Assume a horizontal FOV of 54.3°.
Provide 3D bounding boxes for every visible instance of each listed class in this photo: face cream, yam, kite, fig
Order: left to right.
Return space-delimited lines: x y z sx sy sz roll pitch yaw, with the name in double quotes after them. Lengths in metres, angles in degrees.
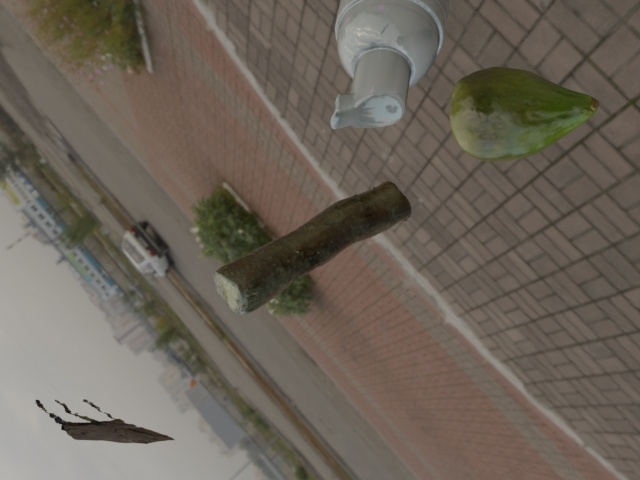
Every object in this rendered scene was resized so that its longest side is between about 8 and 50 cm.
-0.351 0.280 0.963 0.152 0.015 0.286 17 171 -40 "kite"
0.000 0.000 0.702 0.061 0.253 0.061 40 146 34 "yam"
0.093 -0.286 0.818 0.146 0.369 0.145 9 153 5 "face cream"
0.342 -0.216 1.100 0.234 0.167 0.167 13 155 7 "fig"
